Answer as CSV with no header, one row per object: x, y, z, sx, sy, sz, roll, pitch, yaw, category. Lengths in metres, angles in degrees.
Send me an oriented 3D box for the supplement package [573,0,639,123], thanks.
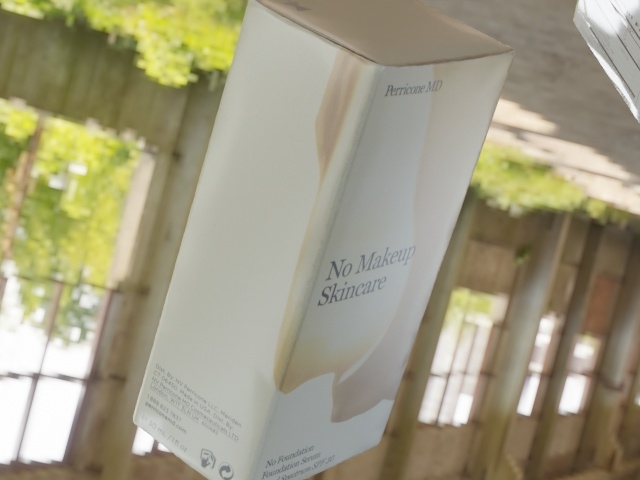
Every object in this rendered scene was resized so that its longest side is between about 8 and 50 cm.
0.321,-0.177,1.108,0.198,0.199,0.262,60,174,16,supplement package

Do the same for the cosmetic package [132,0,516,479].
0.000,0.000,0.384,0.041,0.115,0.060,31,-152,29,cosmetic package
